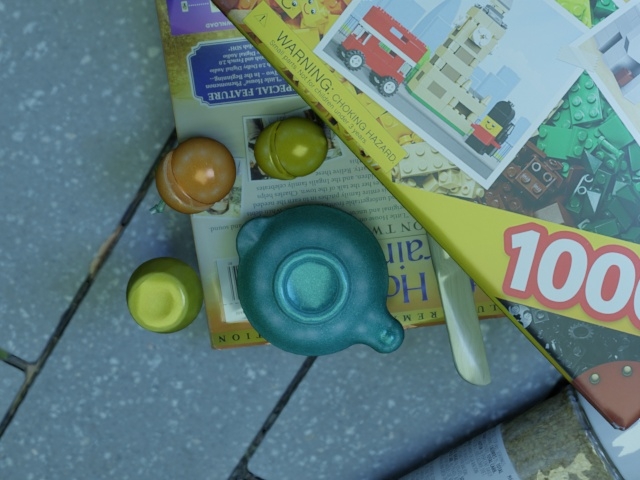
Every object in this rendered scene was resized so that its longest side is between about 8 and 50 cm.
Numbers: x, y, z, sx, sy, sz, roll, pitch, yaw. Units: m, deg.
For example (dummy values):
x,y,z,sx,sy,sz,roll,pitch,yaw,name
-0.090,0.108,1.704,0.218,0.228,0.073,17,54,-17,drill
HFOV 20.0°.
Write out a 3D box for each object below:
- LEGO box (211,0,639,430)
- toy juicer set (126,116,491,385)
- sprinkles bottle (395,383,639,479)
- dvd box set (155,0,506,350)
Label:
x,y,z,sx,sy,sz,roll,pitch,yaw,name
0.194,-0.165,1.431,0.372,0.193,0.500,-44,95,7,LEGO box
0.000,0.000,1.596,0.329,0.089,0.209,9,94,1,toy juicer set
0.160,0.246,1.735,0.355,0.121,0.121,-30,109,12,sprinkles bottle
0.023,-0.116,1.620,0.308,0.062,0.420,-7,112,3,dvd box set
